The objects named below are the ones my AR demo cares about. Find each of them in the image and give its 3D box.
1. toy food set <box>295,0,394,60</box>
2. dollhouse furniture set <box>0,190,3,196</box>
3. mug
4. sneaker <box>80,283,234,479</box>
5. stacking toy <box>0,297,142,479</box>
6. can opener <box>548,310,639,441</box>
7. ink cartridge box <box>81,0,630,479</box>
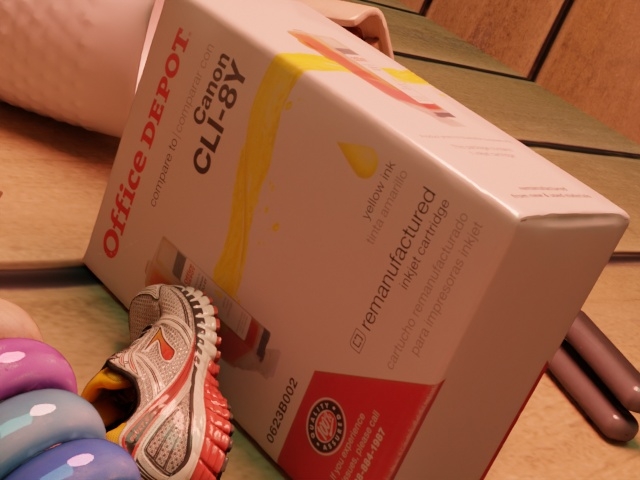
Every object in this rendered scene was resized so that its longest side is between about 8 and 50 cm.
[{"bbox_3d":[-0.031,-0.135,1.114,0.219,0.306,0.092,16,57,26],"label":"toy food set"},{"bbox_3d":[-0.349,-0.055,0.720,0.161,0.212,0.242,30,-6,9],"label":"dollhouse furniture set"},{"bbox_3d":[-0.329,-0.280,1.244,0.328,0.276,0.374,16,-9,-2],"label":"mug"},{"bbox_3d":[-0.122,0.096,0.765,0.092,0.088,0.225,15,23,-19],"label":"sneaker"},{"bbox_3d":[-0.112,0.175,0.541,0.330,0.141,0.141,39,25,24],"label":"stacking toy"},{"bbox_3d":[0.255,0.106,1.164,0.093,0.074,0.280,15,25,-35],"label":"can opener"},{"bbox_3d":[0.000,0.000,0.861,0.160,0.279,0.384,-3,34,-47],"label":"ink cartridge box"}]
